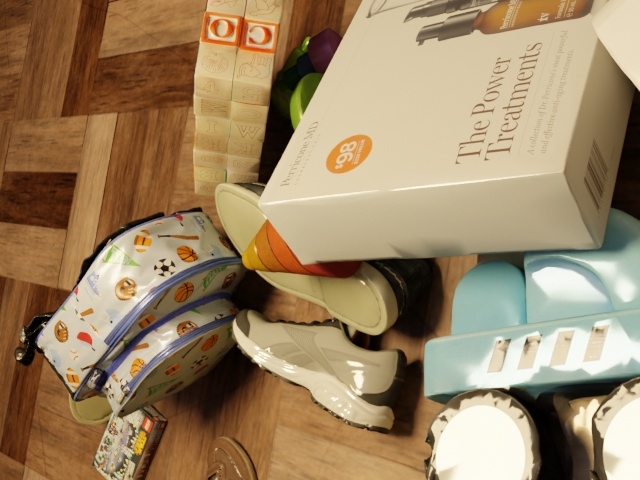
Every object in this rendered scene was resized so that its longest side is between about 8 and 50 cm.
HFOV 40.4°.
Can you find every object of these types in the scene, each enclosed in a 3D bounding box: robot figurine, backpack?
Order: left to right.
[{"bbox_3d":[-0.223,0.089,1.167,0.213,0.276,0.263,41,123,14],"label":"backpack"},{"bbox_3d":[-0.024,-0.213,1.168,0.115,0.067,0.101,-59,44,18],"label":"robot figurine"}]

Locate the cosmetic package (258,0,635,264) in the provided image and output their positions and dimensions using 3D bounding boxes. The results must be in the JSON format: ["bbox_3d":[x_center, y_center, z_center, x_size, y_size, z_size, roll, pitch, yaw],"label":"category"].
[{"bbox_3d":[0.140,-0.153,0.812,0.284,0.097,0.377,-6,46,37],"label":"cosmetic package"}]

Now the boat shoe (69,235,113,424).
[{"bbox_3d":[-0.336,0.140,1.394,0.103,0.113,0.302,25,102,67],"label":"boat shoe"}]

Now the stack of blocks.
[{"bbox_3d":[-0.107,-0.193,1.102,0.297,0.087,0.171,109,167,-66],"label":"stack of blocks"}]

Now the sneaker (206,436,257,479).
[{"bbox_3d":[-0.122,0.342,1.137,0.066,0.071,0.188,-45,52,29],"label":"sneaker"}]

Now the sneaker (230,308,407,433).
[{"bbox_3d":[-0.001,0.135,1.055,0.271,0.100,0.108,23,86,41],"label":"sneaker"}]

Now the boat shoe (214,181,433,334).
[{"bbox_3d":[0.000,-0.003,1.068,0.340,0.113,0.127,25,135,46],"label":"boat shoe"}]

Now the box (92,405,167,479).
[{"bbox_3d":[-0.297,0.314,1.347,0.094,0.027,0.137,30,103,35],"label":"box"}]

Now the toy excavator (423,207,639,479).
[{"bbox_3d":[0.202,0.042,0.794,0.432,0.222,0.445,-14,61,41],"label":"toy excavator"}]

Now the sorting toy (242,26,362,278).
[{"bbox_3d":[-0.028,-0.095,1.014,0.126,0.127,0.366,-25,44,32],"label":"sorting toy"}]

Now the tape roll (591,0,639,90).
[{"bbox_3d":[0.330,-0.100,0.619,0.100,0.286,0.286,-47,51,29],"label":"tape roll"}]
